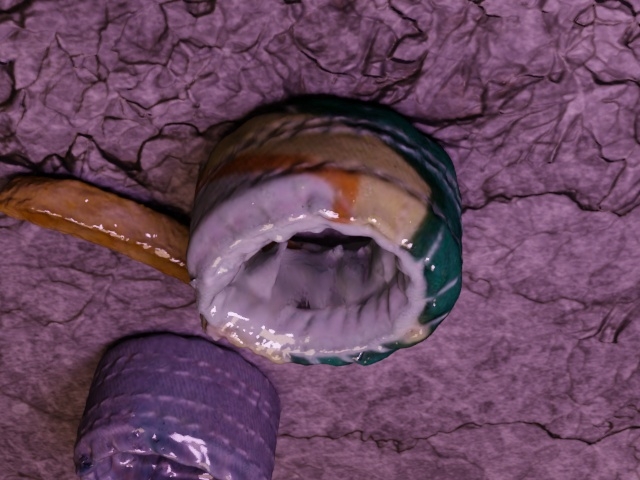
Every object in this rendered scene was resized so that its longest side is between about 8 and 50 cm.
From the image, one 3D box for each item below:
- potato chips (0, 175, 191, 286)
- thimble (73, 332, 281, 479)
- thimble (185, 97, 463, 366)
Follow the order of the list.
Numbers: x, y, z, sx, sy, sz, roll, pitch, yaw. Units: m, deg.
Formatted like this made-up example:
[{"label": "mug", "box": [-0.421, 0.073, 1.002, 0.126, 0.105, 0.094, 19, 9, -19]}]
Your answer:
[{"label": "potato chips", "box": [-0.153, 0.020, 1.676, 0.407, 0.057, 0.080, 27, 147, -20]}, {"label": "thimble", "box": [-0.167, 0.235, 1.826, 0.236, 0.172, 0.205, 32, 135, -26]}, {"label": "thimble", "box": [0.000, 0.000, 1.552, 0.288, 0.167, 0.254, -22, 128, 27]}]
